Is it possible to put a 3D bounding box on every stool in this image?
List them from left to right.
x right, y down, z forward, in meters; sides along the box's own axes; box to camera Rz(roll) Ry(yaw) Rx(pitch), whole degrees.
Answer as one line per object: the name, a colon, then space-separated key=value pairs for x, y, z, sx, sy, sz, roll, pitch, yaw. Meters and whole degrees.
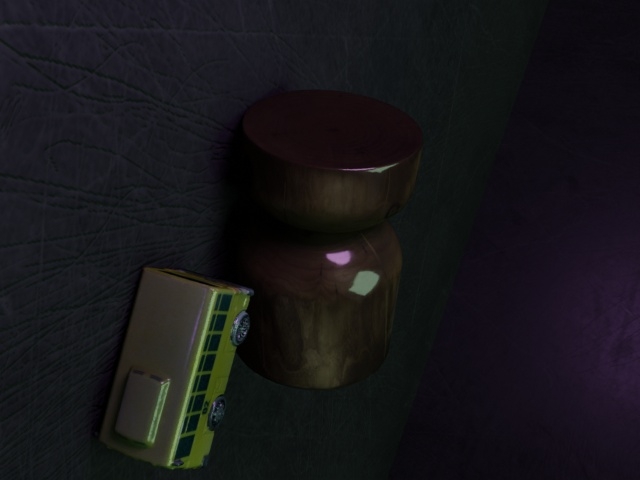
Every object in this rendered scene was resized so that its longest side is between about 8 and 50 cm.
stool: x=0.000 y=0.000 z=0.980 sx=0.179 sy=0.179 sz=0.264 roll=-48 pitch=150 yaw=-53

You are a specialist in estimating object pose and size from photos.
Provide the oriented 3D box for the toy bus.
toy bus: x=-0.132 y=0.116 z=0.848 sx=0.101 sy=0.088 sz=0.175 roll=17 pitch=88 yaw=-71
